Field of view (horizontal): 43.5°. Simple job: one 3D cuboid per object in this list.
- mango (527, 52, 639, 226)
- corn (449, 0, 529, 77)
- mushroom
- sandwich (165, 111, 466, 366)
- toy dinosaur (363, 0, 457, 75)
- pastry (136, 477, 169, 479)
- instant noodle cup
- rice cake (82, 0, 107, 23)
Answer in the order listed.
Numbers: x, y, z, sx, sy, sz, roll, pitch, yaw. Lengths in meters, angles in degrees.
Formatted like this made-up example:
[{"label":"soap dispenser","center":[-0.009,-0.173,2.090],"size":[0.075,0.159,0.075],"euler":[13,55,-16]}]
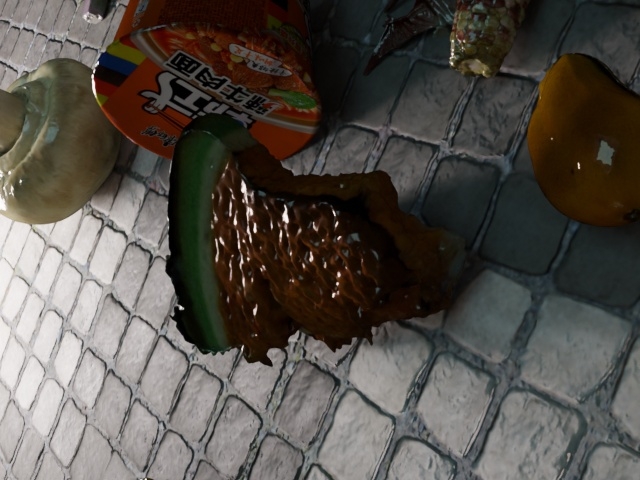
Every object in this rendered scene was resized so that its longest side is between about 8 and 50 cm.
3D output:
[{"label":"mango","center":[0.214,-0.074,0.619],"size":[0.159,0.084,0.105],"euler":[-91,26,-50]},{"label":"corn","center":[0.174,-0.266,0.734],"size":[0.079,0.079,0.237],"euler":[14,88,48]},{"label":"mushroom","center":[-0.436,-0.160,1.217],"size":[0.254,0.234,0.260],"euler":[-3,73,42]},{"label":"sandwich","center":[0.000,0.000,0.768],"size":[0.301,0.162,0.250],"euler":[11,119,31]},{"label":"toy dinosaur","center":[0.112,-0.249,0.824],"size":[0.220,0.032,0.108],"euler":[-47,50,27]},{"label":"pastry","center":[-0.193,0.321,0.914],"size":[0.109,0.057,0.097],"euler":[-27,56,36]},{"label":"instant noodle cup","center":[-0.116,-0.228,0.912],"size":[0.250,0.250,0.192],"euler":[-22,53,40]},{"label":"rice cake","center":[-0.387,-0.488,1.434],"size":[0.047,0.036,0.206],"euler":[-3,75,51]}]
